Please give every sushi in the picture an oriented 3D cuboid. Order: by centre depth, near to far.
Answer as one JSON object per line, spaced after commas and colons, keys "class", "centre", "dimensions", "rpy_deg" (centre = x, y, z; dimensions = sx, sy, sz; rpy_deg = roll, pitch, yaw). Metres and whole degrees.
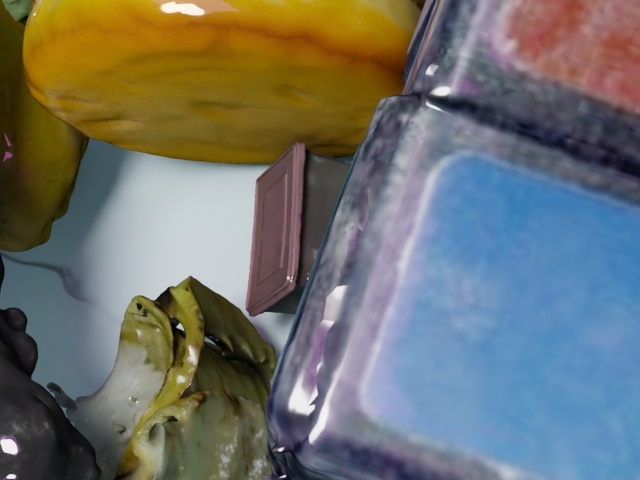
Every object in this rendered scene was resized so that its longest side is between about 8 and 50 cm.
{"class": "sushi", "centre": [-0.108, 0.155, 0.891], "dimensions": [0.131, 0.139, 0.291], "rpy_deg": [16, 75, 32]}

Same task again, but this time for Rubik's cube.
{"class": "Rubik's cube", "centre": [0.190, -0.003, 0.686], "dimensions": [0.363, 0.362, 0.359], "rpy_deg": [21, 78, 3]}

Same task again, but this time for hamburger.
{"class": "hamburger", "centre": [-0.044, -0.145, 0.933], "dimensions": [0.246, 0.246, 0.170], "rpy_deg": [-1, 74, 19]}

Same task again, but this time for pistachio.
{"class": "pistachio", "centre": [-0.188, -0.082, 1.023], "dimensions": [0.110, 0.100, 0.189], "rpy_deg": [-49, 57, 29]}

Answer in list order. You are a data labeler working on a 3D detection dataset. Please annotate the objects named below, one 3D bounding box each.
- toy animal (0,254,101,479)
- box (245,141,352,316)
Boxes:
{"class": "toy animal", "centre": [-0.217, 0.008, 0.898], "dimensions": [0.168, 0.106, 0.343], "rpy_deg": [-31, 65, 24]}
{"class": "box", "centre": [0.000, 0.000, 0.951], "dimensions": [0.063, 0.060, 0.085], "rpy_deg": [14, 65, -23]}
